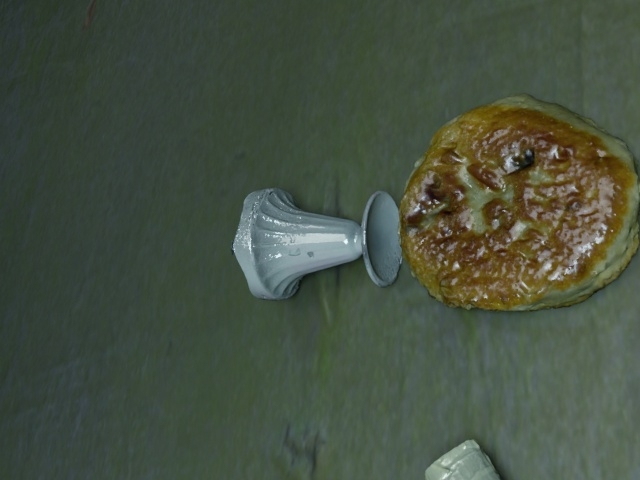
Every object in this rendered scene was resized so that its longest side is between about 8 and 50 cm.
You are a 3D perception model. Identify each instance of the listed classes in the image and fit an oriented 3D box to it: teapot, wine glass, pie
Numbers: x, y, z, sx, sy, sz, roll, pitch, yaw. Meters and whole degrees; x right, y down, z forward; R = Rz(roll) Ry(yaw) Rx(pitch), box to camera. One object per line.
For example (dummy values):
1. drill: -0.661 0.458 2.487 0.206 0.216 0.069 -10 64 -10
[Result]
1. teapot: 0.206 0.308 0.795 0.107 0.077 0.200 -30 52 -3
2. wine glass: 0.000 0.000 1.033 0.196 0.165 0.165 -5 66 30
3. pie: 0.230 -0.044 0.934 0.315 0.092 0.315 -14 63 29
